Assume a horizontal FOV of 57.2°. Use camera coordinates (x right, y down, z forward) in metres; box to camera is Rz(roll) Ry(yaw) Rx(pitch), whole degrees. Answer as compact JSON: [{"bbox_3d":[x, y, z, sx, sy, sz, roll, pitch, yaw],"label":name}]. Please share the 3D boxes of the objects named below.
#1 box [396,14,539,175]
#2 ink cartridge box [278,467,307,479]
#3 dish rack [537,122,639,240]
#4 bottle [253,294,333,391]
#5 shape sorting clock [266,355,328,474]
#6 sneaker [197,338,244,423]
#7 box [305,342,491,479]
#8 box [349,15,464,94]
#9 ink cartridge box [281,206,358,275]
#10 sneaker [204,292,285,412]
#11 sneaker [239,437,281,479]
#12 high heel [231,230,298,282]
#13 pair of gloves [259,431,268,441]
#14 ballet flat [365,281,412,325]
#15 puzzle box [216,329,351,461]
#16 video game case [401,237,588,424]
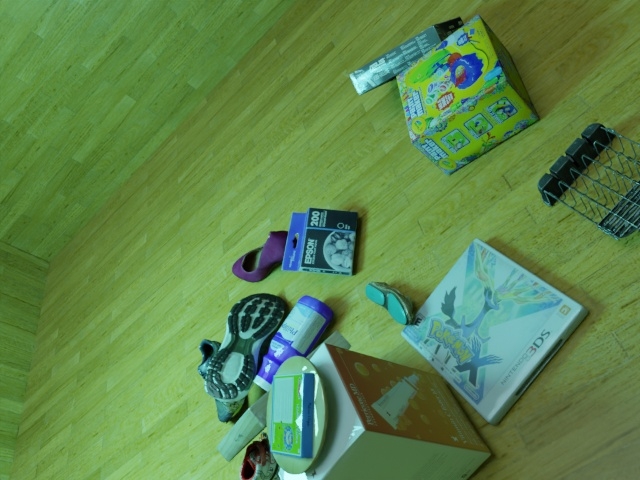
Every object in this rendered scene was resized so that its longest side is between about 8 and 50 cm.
[{"bbox_3d":[0.382,-0.385,1.571,0.279,0.177,0.290,-33,43,30],"label":"box"},{"bbox_3d":[0.034,0.508,1.286,0.148,0.203,0.086,-51,37,8],"label":"ink cartridge box"},{"bbox_3d":[0.603,-0.120,1.222,0.208,0.074,0.271,-51,39,10],"label":"dish rack"},{"bbox_3d":[-0.080,0.289,1.630,0.283,0.092,0.118,-55,30,-14],"label":"bottle"},{"bbox_3d":[-0.044,0.315,1.068,0.206,0.040,0.206,-30,55,56],"label":"shape sorting clock"},{"bbox_3d":[-0.318,0.427,1.805,0.111,0.121,0.300,-45,39,16],"label":"sneaker"},{"bbox_3d":[0.125,0.366,1.154,0.168,0.345,0.215,-55,36,19],"label":"box"},{"bbox_3d":[0.272,-0.564,1.799,0.307,0.076,0.242,-21,11,39],"label":"box"},{"bbox_3d":[0.000,0.000,1.730,0.208,0.045,0.206,4,61,6],"label":"ink cartridge box"},{"bbox_3d":[-0.223,0.330,1.750,0.158,0.182,0.410,17,47,10],"label":"sneaker"},{"bbox_3d":[-0.088,0.513,1.467,0.270,0.145,0.090,-54,37,4],"label":"sneaker"},{"bbox_3d":[-0.208,0.037,1.915,0.377,0.181,0.127,-18,52,40],"label":"high heel"},{"bbox_3d":[-0.137,0.545,1.611,0.083,0.010,0.074,-39,39,18],"label":"pair of gloves"},{"bbox_3d":[0.189,0.150,1.481,0.206,0.067,0.073,-141,48,-57],"label":"ballet flat"},{"bbox_3d":[-0.097,0.377,1.386,0.272,0.052,0.409,-38,-11,-33],"label":"puzzle box"},{"bbox_3d":[0.362,0.184,1.294,0.300,0.036,0.329,-53,37,5],"label":"video game case"}]
